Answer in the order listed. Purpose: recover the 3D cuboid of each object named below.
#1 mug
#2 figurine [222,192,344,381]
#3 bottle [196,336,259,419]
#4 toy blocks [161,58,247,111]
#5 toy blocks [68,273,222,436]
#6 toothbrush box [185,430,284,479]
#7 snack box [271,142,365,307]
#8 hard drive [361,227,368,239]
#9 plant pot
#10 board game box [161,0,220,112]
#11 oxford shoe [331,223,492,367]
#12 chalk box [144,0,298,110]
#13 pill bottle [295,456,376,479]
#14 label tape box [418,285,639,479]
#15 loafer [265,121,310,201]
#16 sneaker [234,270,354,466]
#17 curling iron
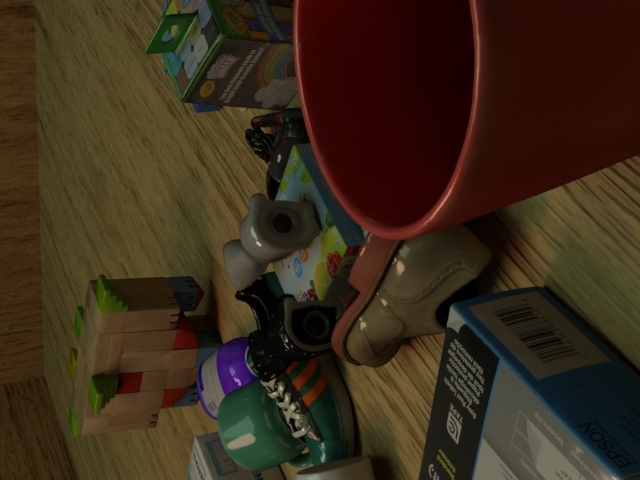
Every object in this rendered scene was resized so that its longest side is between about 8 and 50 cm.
[{"bbox_3d":[-0.065,0.270,1.530,0.097,0.158,0.129,-30,63,33],"label":"mug"},{"bbox_3d":[-0.064,0.066,1.319,0.209,0.092,0.214,-41,64,61],"label":"figurine"},{"bbox_3d":[-0.127,0.219,1.677,0.283,0.092,0.118,-43,61,61],"label":"bottle"},{"bbox_3d":[-0.146,-0.234,1.483,0.054,0.148,0.123,109,143,-48],"label":"toy blocks"},{"bbox_3d":[-0.309,0.210,1.902,0.190,0.261,0.381,55,138,47],"label":"toy blocks"},{"bbox_3d":[-0.148,0.495,1.789,0.216,0.126,0.295,62,148,35],"label":"toothbrush box"},{"bbox_3d":[0.000,0.000,1.348,0.174,0.070,0.207,64,149,30],"label":"snack box"},{"bbox_3d":[0.075,-0.175,1.149,0.233,0.047,0.353,-30,71,64],"label":"hard drive"},{"bbox_3d":[0.143,-0.149,0.775,0.275,0.243,0.274,171,90,-66],"label":"plant pot"},{"bbox_3d":[-0.212,-0.340,1.707,0.160,0.047,0.210,105,147,-42],"label":"board game box"},{"bbox_3d":[0.097,0.077,1.114,0.130,0.123,0.348,29,157,10],"label":"oxford shoe"},{"bbox_3d":[-0.124,-0.263,1.320,0.132,0.213,0.132,-48,53,41],"label":"chalk box"},{"bbox_3d":[0.040,0.408,1.340,0.131,0.131,0.229,-25,76,65],"label":"pill bottle"},{"bbox_3d":[0.202,0.256,0.956,0.249,0.115,0.347,49,139,49],"label":"label tape box"},{"bbox_3d":[-0.041,-0.103,1.380,0.170,0.062,0.061,108,178,-68],"label":"loafer"},{"bbox_3d":[-0.044,0.192,1.452,0.108,0.121,0.302,-40,62,62],"label":"sneaker"},{"bbox_3d":[-0.033,-0.157,1.412,0.274,0.035,0.068,-8,113,61],"label":"curling iron"}]
